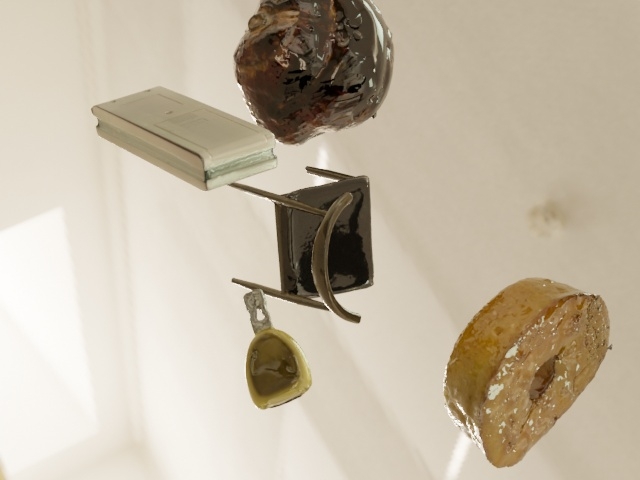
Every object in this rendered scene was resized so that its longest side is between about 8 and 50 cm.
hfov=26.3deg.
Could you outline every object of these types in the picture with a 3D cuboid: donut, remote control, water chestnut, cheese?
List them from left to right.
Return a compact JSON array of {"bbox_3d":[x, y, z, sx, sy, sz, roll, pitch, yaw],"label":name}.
[{"bbox_3d":[-0.173,-0.128,1.695,0.277,0.103,0.055,26,-50,49],"label":"remote control"},{"bbox_3d":[-0.066,0.135,1.773,0.036,0.086,0.162,43,25,-56],"label":"cheese"},{"bbox_3d":[-0.005,-0.294,2.257,0.289,0.289,0.244,58,-17,20],"label":"water chestnut"},{"bbox_3d":[0.282,0.174,1.911,0.108,0.278,0.277,33,-35,39],"label":"donut"}]

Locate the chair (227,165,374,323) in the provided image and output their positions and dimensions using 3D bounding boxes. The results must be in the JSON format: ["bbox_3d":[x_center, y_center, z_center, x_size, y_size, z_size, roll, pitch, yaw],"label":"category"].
[{"bbox_3d":[0.000,0.000,1.973,0.272,0.166,0.188,20,-63,56],"label":"chair"}]
